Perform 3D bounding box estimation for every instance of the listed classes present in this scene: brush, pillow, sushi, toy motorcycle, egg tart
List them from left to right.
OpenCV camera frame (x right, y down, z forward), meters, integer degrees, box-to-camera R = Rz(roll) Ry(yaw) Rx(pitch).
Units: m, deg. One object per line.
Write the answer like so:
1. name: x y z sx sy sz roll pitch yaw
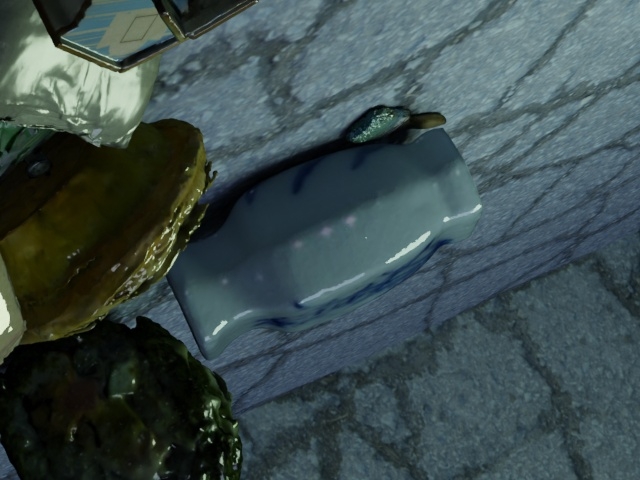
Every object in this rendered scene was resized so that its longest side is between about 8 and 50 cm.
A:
1. toy motorcycle: -0.273 -0.100 1.195 0.190 0.074 0.106 -39 161 19
2. pillow: -0.200 -0.150 1.105 0.229 0.050 0.148 3 106 -66
3. egg tart: -0.228 -0.026 1.304 0.288 0.288 0.118 -36 118 23
4. sushi: -0.270 0.271 1.927 0.294 0.352 0.178 -36 165 5
5. brush: 0.109 -0.154 1.795 0.070 0.021 0.196 -39 164 35

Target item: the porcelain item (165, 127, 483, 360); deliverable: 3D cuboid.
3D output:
1. porcelain item: 0.000 0.000 1.798 0.405 0.179 0.242 -26 168 -7

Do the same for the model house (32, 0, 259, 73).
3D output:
1. model house: -0.120 -0.210 0.910 0.271 0.178 0.206 -19 165 -39

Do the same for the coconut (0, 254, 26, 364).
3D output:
1. coconut: -0.390 0.035 1.037 0.297 0.297 0.254 -35 175 27
